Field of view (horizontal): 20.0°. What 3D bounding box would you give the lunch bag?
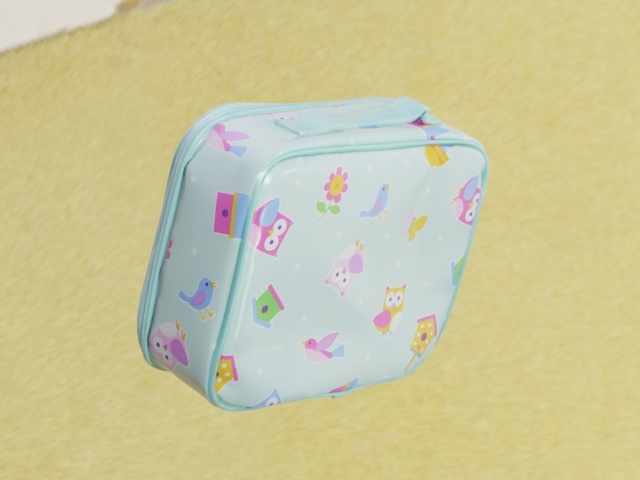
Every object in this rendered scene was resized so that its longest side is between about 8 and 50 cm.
[{"bbox_3d":[0.000,0.000,1.355,0.279,0.108,0.224,-8,115,-48],"label":"lunch bag"}]
